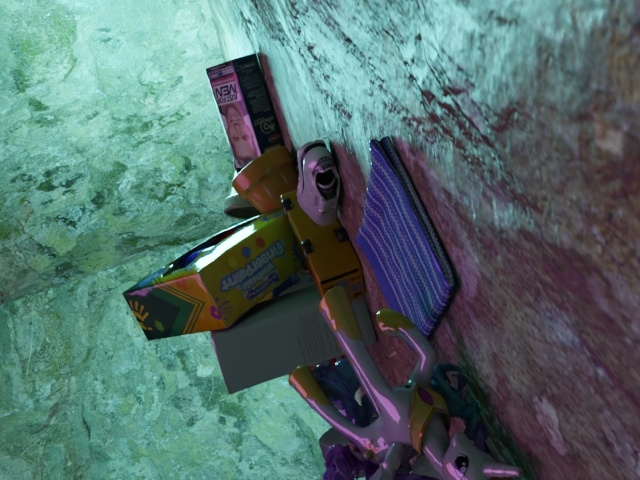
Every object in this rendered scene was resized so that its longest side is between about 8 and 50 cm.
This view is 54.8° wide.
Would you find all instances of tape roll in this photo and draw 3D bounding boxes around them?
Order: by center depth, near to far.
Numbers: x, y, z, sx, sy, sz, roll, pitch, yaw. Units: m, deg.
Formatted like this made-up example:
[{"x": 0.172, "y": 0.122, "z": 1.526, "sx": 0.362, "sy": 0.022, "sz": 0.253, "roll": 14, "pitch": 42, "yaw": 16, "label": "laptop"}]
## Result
[{"x": 0.110, "y": 0.417, "z": 1.292, "sx": 0.219, "sy": 0.219, "sz": 0.072, "roll": 134, "pitch": 118, "yaw": -82, "label": "tape roll"}]

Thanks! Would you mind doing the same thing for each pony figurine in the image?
[{"x": 0.100, "y": 0.289, "z": 0.875, "sx": 0.363, "sy": 0.302, "sz": 0.351, "roll": 51, "pitch": 137, "yaw": 31, "label": "pony figurine"}]

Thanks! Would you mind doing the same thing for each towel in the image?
[{"x": 0.118, "y": 0.024, "z": 0.949, "sx": 0.336, "sy": 0.040, "sz": 0.243, "roll": 88, "pitch": 161, "yaw": -66, "label": "towel"}]

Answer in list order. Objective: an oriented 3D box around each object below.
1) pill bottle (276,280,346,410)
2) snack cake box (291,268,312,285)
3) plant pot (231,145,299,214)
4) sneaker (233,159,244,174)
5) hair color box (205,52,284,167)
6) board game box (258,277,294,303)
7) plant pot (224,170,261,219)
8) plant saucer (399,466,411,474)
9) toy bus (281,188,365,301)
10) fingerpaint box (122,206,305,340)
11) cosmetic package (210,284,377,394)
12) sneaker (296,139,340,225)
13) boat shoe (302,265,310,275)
[{"x": -0.005, "y": 0.347, "z": 1.949, "sx": 0.229, "sy": 0.228, "sz": 0.408, "roll": -119, "pitch": 12, "yaw": -54, "label": "pill bottle"}, {"x": -0.072, "y": 0.010, "z": 2.022, "sx": 0.152, "sy": 0.089, "sz": 0.265, "roll": 11, "pitch": -121, "yaw": -78, "label": "snack cake box"}, {"x": -0.133, "y": -0.150, "z": 1.880, "sx": 0.188, "sy": 0.205, "sz": 0.205, "roll": 54, "pitch": 171, "yaw": 6, "label": "plant pot"}, {"x": -0.247, "y": -0.410, "z": 2.291, "sx": 0.257, "sy": 0.169, "sz": 0.448, "roll": -102, "pitch": 4, "yaw": -74, "label": "sneaker"}, {"x": -0.248, "y": -0.424, "z": 2.052, "sx": 0.173, "sy": 0.105, "sz": 0.348, "roll": 3, "pitch": 115, "yaw": 50, "label": "hair color box"}, {"x": -0.145, "y": 0.240, "z": 1.983, "sx": 0.242, "sy": 0.064, "sz": 0.317, "roll": 52, "pitch": -134, "yaw": -59, "label": "board game box"}, {"x": -0.255, "y": -0.217, "z": 2.466, "sx": 0.263, "sy": 0.262, "sz": 0.230, "roll": 110, "pitch": 158, "yaw": -79, "label": "plant pot"}, {"x": 0.268, "y": 0.750, "z": 1.660, "sx": 0.317, "sy": 0.043, "sz": 0.318, "roll": 161, "pitch": 90, "yaw": -83, "label": "plant saucer"}, {"x": 0.000, "y": 0.000, "z": 1.514, "sx": 0.333, "sy": 0.108, "sz": 0.130, "roll": -117, "pitch": 10, "yaw": -48, "label": "toy bus"}, {"x": -0.250, "y": 0.073, "z": 1.683, "sx": 0.371, "sy": 0.444, "sz": 0.163, "roll": -15, "pitch": 106, "yaw": 44, "label": "fingerpaint box"}, {"x": -0.077, "y": 0.227, "z": 1.555, "sx": 0.217, "sy": 0.384, "sz": 0.156, "roll": -148, "pitch": 40, "yaw": -79, "label": "cosmetic package"}, {"x": 0.004, "y": -0.102, "z": 1.335, "sx": 0.095, "sy": 0.090, "sz": 0.235, "roll": 54, "pitch": 165, "yaw": 37, "label": "sneaker"}, {"x": -0.014, "y": 0.047, "z": 1.846, "sx": 0.073, "sy": 0.080, "sz": 0.224, "roll": 60, "pitch": -170, "yaw": -25, "label": "boat shoe"}]
